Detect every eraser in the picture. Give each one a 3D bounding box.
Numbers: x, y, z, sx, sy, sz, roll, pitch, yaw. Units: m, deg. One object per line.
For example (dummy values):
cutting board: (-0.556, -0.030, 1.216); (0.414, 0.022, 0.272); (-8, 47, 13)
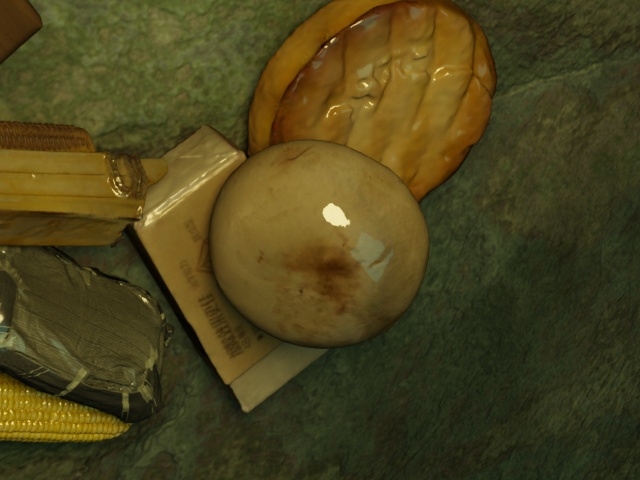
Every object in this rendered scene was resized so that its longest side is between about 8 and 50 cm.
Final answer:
eraser: (-0.102, 0.040, 1.529); (0.144, 0.078, 0.343); (-37, 136, -13)

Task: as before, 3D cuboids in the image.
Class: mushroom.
mushroom: (0.000, 0.000, 1.397); (0.178, 0.226, 0.226); (-57, 154, -51)

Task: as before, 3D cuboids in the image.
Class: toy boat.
toy boat: (-0.287, -0.058, 1.288); (0.310, 0.115, 0.089); (1, 154, -36)

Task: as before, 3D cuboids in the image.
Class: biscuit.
biscuit: (0.054, -0.145, 1.504); (0.296, 0.102, 0.296); (-20, 135, -22)

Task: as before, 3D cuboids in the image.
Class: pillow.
pillow: (-0.266, 0.078, 1.389); (0.092, 0.162, 0.335); (-22, 146, 31)

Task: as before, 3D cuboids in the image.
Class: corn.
corn: (-0.308, 0.172, 1.449); (0.248, 0.081, 0.081); (11, 111, -44)

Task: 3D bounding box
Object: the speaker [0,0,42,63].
speaker: (-0.366, -0.217, 1.083); (0.192, 0.153, 0.231); (-44, 136, -8)
